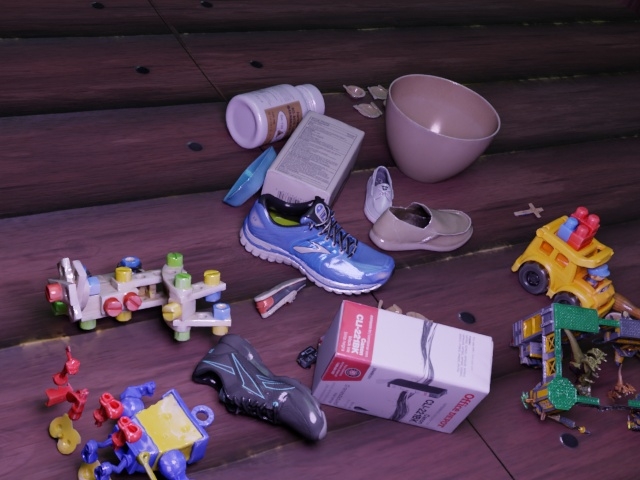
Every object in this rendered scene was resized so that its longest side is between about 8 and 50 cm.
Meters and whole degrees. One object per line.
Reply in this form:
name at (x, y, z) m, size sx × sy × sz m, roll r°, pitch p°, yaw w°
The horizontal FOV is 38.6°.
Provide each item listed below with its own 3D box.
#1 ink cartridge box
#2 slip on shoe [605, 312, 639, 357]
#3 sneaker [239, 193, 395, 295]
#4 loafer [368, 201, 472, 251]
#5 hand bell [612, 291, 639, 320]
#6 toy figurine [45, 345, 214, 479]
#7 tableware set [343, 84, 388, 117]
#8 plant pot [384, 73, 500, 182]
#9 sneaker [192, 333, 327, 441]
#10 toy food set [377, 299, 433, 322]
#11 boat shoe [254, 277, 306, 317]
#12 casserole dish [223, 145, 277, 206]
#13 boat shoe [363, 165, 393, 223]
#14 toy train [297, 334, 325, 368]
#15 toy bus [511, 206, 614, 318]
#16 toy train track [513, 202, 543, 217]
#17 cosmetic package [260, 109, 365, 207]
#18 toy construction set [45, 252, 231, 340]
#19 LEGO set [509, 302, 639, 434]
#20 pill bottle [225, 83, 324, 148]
ink cartridge box at (0.140, 0.226, 1.599) m, size 0.272 × 0.197 × 0.114 m, roll 14°, pitch 55°, yaw -7°
slip on shoe at (0.670, 0.210, 1.978) m, size 0.041 × 0.051 × 0.135 m, roll -22°, pitch 61°, yaw -43°
sneaker at (0.000, 0.000, 1.873) m, size 0.330 × 0.147 × 0.130 m, roll 21°, pitch 38°, yaw 1°
loafer at (0.239, -0.034, 2.059) m, size 0.268 × 0.092 × 0.102 m, roll -8°, pitch 45°, yaw -30°
hand bell at (0.721, 0.170, 2.024) m, size 0.126 × 0.126 × 0.242 m, roll -19°, pitch 40°, yaw -39°
toy figurine at (-0.231, 0.303, 1.383) m, size 0.217 × 0.191 × 0.362 m, roll -15°, pitch 50°, yaw -42°
tableware set at (0.149, -0.386, 2.512) m, size 0.168 × 0.020 × 0.141 m, roll -12°, pitch 47°, yaw -33°
plant pot at (0.276, -0.255, 2.264) m, size 0.284 × 0.191 × 0.284 m, roll 12°, pitch 38°, yaw -9°
sneaker at (-0.104, 0.269, 1.558) m, size 0.267 × 0.101 × 0.106 m, roll 32°, pitch 48°, yaw 30°
toy food set at (0.167, 0.167, 1.844) m, size 0.122 × 0.019 × 0.078 m, roll 25°, pitch 38°, yaw -5°
boat shoe at (-0.074, 0.109, 1.795) m, size 0.137 × 0.049 × 0.043 m, roll -27°, pitch 99°, yaw -46°
casserole dish at (-0.149, -0.137, 2.018) m, size 0.037 × 0.114 × 0.188 m, roll 44°, pitch 36°, yaw -13°
boat shoe at (0.142, -0.106, 2.130) m, size 0.066 × 0.063 × 0.184 m, roll 16°, pitch 37°, yaw -4°
toy train at (0.012, 0.197, 1.736) m, size 0.036 × 0.027 × 0.158 m, roll 30°, pitch 38°, yaw 31°
toy bus at (0.565, 0.043, 2.007) m, size 0.149 × 0.211 × 0.220 m, roll -22°, pitch 54°, yaw -42°
toy train track at (0.519, -0.069, 2.285) m, size 0.083 × 0.014 × 0.048 m, roll -9°, pitch 53°, yaw -24°
cosmetic package at (-0.018, -0.156, 2.071) m, size 0.153 × 0.129 × 0.296 m, roll 23°, pitch 38°, yaw 6°
toy construction set at (-0.334, 0.100, 1.588) m, size 0.327 × 0.151 × 0.215 m, roll 6°, pitch 17°, yaw -39°
LEGO set at (0.519, 0.257, 1.800) m, size 0.331 × 0.192 × 0.255 m, roll 1°, pitch 71°, yaw -18°
pill bottle at (-0.104, -0.309, 2.221) m, size 0.229 × 0.131 × 0.131 m, roll -23°, pitch 54°, yaw -41°
